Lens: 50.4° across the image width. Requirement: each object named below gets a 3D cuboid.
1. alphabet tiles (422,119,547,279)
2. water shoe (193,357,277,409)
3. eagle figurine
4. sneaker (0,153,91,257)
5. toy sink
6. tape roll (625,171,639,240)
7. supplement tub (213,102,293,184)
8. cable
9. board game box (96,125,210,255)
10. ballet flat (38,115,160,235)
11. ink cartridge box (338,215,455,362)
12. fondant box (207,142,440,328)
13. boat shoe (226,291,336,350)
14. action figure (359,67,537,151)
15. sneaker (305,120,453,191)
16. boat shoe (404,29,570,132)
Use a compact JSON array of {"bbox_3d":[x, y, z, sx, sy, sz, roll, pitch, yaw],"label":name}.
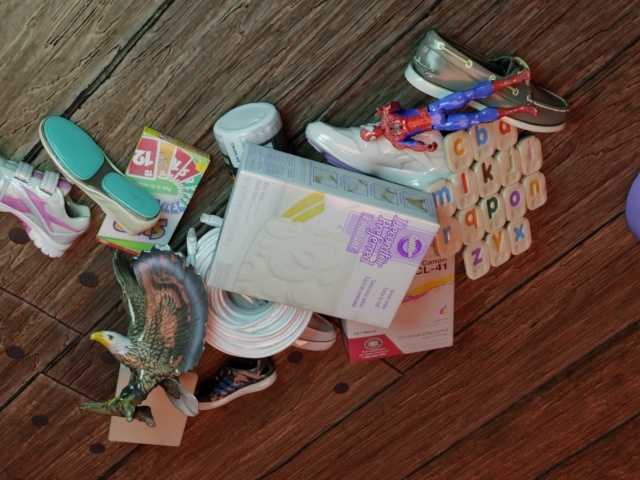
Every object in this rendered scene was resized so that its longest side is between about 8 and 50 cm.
[{"bbox_3d":[0.304,-0.083,1.233,0.284,0.021,0.278,-26,114,-25],"label":"alphabet tiles"},{"bbox_3d":[-0.197,0.304,1.495,0.203,0.073,0.080,-21,103,1],"label":"water shoe"},{"bbox_3d":[-0.308,0.169,1.206,0.226,0.298,0.225,11,161,8],"label":"eagle figurine"},{"bbox_3d":[-0.491,-0.088,1.162,0.111,0.103,0.252,-31,129,8],"label":"sneaker"},{"bbox_3d":[-0.348,0.301,1.421,0.152,0.131,0.234,9,125,-14],"label":"toy sink"},{"bbox_3d":[0.764,-0.077,1.362,0.274,0.090,0.275,-4,124,-6],"label":"tape roll"},{"bbox_3d":[-0.101,-0.130,1.175,0.117,0.117,0.190,-16,124,2],"label":"supplement tub"},{"bbox_3d":[-0.133,0.087,1.273,0.257,0.089,0.257,9,94,-9],"label":"cable"},{"bbox_3d":[-0.309,-0.071,1.235,0.124,0.039,0.259,22,121,-20],"label":"board game box"},{"bbox_3d":[-0.384,-0.102,1.160,0.086,0.086,0.248,-42,100,19],"label":"ballet flat"},{"bbox_3d":[0.144,0.077,1.346,0.226,0.131,0.306,-9,126,-3],"label":"ink cartridge box"},{"bbox_3d":[0.000,0.000,1.139,0.330,0.096,0.238,14,124,-11],"label":"fondant box"},{"bbox_3d":[-0.075,0.137,1.377,0.267,0.096,0.088,27,118,-12],"label":"boat shoe"},{"bbox_3d":[0.192,-0.193,1.063,0.280,0.139,0.092,-12,105,15],"label":"action figure"},{"bbox_3d":[0.122,-0.175,1.204,0.305,0.114,0.152,15,101,-17],"label":"sneaker"},{"bbox_3d":[0.298,-0.267,1.149,0.305,0.109,0.091,15,125,-14],"label":"boat shoe"}]
